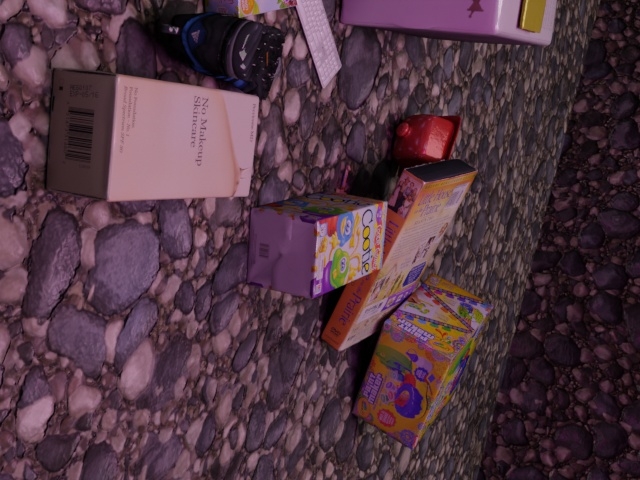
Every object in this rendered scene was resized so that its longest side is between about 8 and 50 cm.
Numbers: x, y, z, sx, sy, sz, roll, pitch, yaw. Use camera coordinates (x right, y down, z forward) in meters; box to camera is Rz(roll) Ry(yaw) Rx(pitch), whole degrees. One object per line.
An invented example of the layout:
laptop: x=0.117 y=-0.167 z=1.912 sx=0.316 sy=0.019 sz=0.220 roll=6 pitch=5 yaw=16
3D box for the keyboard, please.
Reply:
keyboard: x=-0.011 y=-0.400 z=1.576 sx=0.072 sy=0.014 sz=0.256 roll=-61 pitch=147 yaw=-31

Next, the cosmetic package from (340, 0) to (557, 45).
cosmetic package: x=0.281 y=-0.574 z=1.722 sx=0.393 sy=0.329 sz=0.328 roll=-17 pitch=115 yaw=-60

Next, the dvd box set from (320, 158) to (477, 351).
dvd box set: x=0.174 y=0.025 z=1.862 sx=0.307 sy=0.062 sz=0.421 roll=-19 pitch=138 yaw=-58

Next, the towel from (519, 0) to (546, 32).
towel: x=0.410 y=-0.516 z=1.614 sx=0.102 sy=0.021 sz=0.237 roll=-10 pitch=110 yaw=-55

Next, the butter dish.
butter dish: x=0.221 y=-0.232 z=1.963 sx=0.118 sy=0.159 sz=0.160 roll=28 pitch=77 yaw=-37

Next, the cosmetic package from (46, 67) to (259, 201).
cosmetic package: x=-0.219 y=-0.140 z=1.175 sx=0.309 sy=0.113 sz=0.160 roll=-9 pitch=108 yaw=-60

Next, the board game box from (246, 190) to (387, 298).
board game box: x=0.000 y=0.000 z=1.601 sx=0.275 sy=0.142 sz=0.145 roll=-19 pitch=116 yaw=-59

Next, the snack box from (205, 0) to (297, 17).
snack box: x=-0.108 y=-0.457 z=1.313 sx=0.174 sy=0.070 sz=0.207 roll=-33 pitch=127 yaw=-54

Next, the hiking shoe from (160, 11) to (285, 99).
hiking shoe: x=-0.134 y=-0.289 z=1.281 sx=0.304 sy=0.132 sz=0.113 roll=-3 pitch=112 yaw=-86

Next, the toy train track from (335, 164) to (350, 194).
toy train track: x=0.053 y=-0.116 z=1.797 sx=0.048 sy=0.014 sz=0.083 roll=20 pitch=81 yaw=-62

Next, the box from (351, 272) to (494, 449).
box: x=0.244 y=0.284 z=2.048 sx=0.279 sy=0.177 sz=0.290 roll=-37 pitch=149 yaw=-51
